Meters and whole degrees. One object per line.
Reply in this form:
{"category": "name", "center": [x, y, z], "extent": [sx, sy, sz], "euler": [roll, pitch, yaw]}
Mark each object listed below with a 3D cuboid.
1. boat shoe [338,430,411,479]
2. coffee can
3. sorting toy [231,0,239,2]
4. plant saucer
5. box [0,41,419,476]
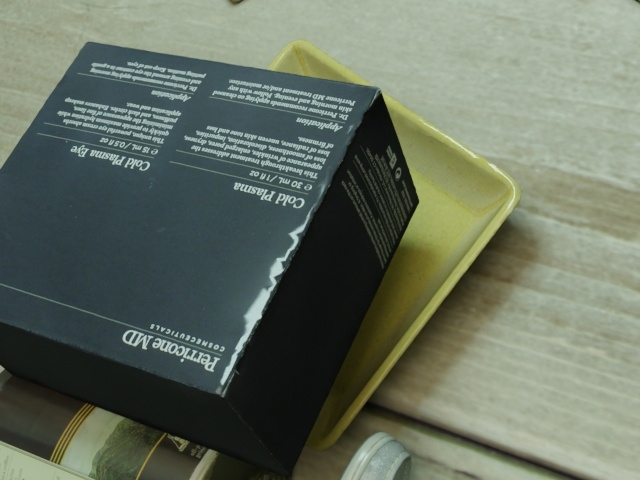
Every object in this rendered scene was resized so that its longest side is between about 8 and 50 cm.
{"category": "boat shoe", "center": [0.043, 0.343, 0.958], "extent": [0.103, 0.118, 0.320], "euler": [12, 84, 20]}
{"category": "coffee can", "center": [-0.200, 0.245, 1.041], "extent": [0.275, 0.201, 0.201], "euler": [14, 81, 26]}
{"category": "sorting toy", "center": [-0.063, -0.471, 1.250], "extent": [0.257, 0.089, 0.255], "euler": [-29, 66, 14]}
{"category": "plant saucer", "center": [0.000, 0.000, 1.091], "extent": [0.333, 0.081, 0.333], "euler": [38, 92, 27]}
{"category": "box", "center": [-0.133, 0.003, 0.958], "extent": [0.343, 0.179, 0.312], "euler": [14, 62, 27]}
